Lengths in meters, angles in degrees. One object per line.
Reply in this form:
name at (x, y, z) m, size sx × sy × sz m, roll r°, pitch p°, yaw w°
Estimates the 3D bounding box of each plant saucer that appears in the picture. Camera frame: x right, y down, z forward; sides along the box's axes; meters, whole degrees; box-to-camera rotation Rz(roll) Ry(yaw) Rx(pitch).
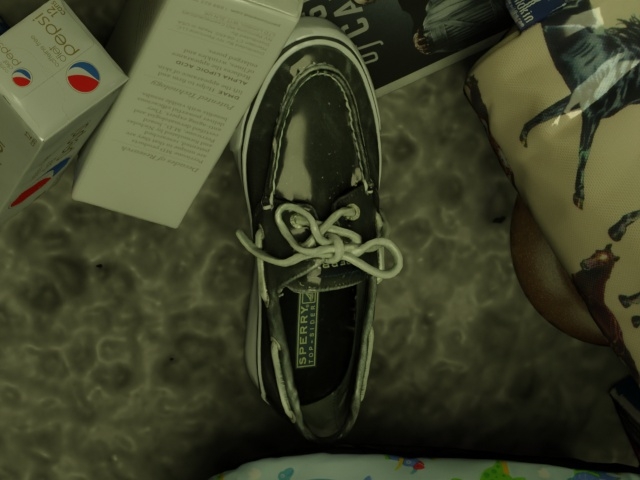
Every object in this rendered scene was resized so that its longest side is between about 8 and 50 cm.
plant saucer at (0.244, -0.006, 1.381) m, size 0.198 × 0.036 × 0.199 m, roll -3°, pitch 108°, yaw -11°

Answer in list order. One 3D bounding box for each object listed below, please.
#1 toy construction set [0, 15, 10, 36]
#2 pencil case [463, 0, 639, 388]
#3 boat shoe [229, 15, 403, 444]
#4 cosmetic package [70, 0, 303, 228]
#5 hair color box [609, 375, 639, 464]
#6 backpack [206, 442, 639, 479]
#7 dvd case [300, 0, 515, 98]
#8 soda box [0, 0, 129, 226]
toy construction set at (-0.276, -0.152, 1.114) m, size 0.308 × 0.237 × 0.257 m, roll -25°, pitch 110°, yaw -4°
pencil case at (0.258, 0.005, 1.216) m, size 0.160 × 0.183 × 0.410 m, roll -19°, pitch 74°, yaw -40°
boat shoe at (-0.004, 0.001, 1.269) m, size 0.113 × 0.105 × 0.306 m, roll -2°, pitch 115°, yaw -20°
cosmetic package at (-0.086, -0.122, 1.169) m, size 0.085 × 0.117 × 0.231 m, roll 16°, pitch 143°, yaw -14°
hair color box at (0.357, 0.263, 1.415) m, size 0.105 × 0.174 × 0.347 m, roll -28°, pitch 110°, yaw -4°
backpack at (0.062, 0.262, 1.305) m, size 0.355 × 0.290 × 0.273 m, roll 19°, pitch 62°, yaw -5°
dvd case at (0.049, -0.190, 1.258) m, size 0.238 × 0.029 × 0.179 m, roll -25°, pitch 129°, yaw -4°
soda box at (-0.195, -0.073, 1.161) m, size 0.074 × 0.216 × 0.069 m, roll -41°, pitch 90°, yaw -26°
